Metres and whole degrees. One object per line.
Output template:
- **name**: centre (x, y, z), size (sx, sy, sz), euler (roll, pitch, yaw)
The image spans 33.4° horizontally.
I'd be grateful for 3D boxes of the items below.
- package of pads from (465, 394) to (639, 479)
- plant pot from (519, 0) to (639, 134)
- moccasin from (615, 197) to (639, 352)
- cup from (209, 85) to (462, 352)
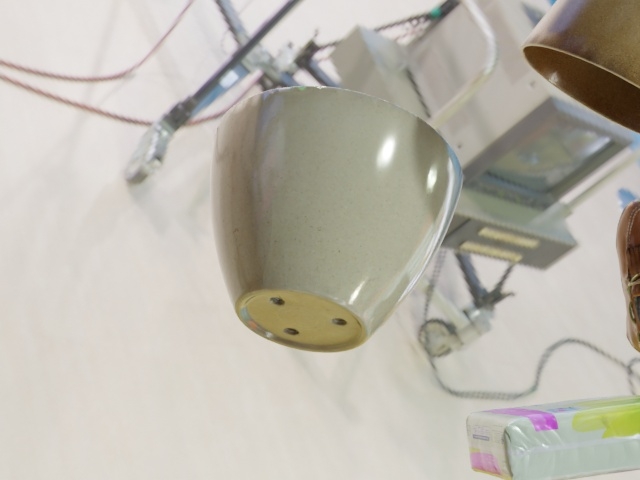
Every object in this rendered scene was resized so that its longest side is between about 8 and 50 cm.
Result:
- **package of pads**: centre (0.382, 0.291, 1.580), size (0.297, 0.229, 0.101), euler (-5, 83, -8)
- **plant pot**: centre (0.395, -0.273, 1.226), size (0.237, 0.254, 0.237), euler (30, 3, -2)
- **moccasin**: centre (0.731, 0.088, 2.363), size (0.139, 0.379, 0.147), euler (-4, 19, -4)
- **cup**: centre (0.000, 0.000, 1.342), size (0.331, 0.331, 0.236), euler (31, 55, -28)
